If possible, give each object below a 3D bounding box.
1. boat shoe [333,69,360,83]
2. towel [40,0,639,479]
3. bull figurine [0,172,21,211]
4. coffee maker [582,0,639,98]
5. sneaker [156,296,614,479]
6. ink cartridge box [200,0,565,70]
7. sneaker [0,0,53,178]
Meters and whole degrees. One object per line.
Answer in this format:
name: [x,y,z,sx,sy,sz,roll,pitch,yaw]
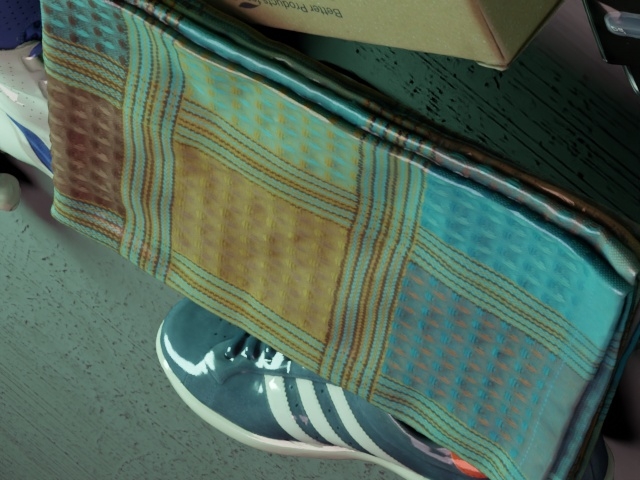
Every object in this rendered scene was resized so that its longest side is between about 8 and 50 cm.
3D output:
boat shoe: [0.028,-0.055,1.151,0.133,0.042,0.049,40,157,6]
towel: [0.000,0.000,1.075,0.370,0.040,0.271,29,148,14]
bull figurine: [-0.372,-0.124,1.549,0.310,0.101,0.188,39,151,2]
coffee maker: [0.181,-0.105,0.619,0.178,0.120,0.171,17,122,39]
sneaker: [0.031,0.073,1.269,0.350,0.131,0.148,17,142,30]
ink cartridge box: [-0.008,-0.193,0.922,0.235,0.088,0.193,15,146,43]
sneaker: [-0.148,-0.111,1.239,0.182,0.127,0.315,34,161,7]
